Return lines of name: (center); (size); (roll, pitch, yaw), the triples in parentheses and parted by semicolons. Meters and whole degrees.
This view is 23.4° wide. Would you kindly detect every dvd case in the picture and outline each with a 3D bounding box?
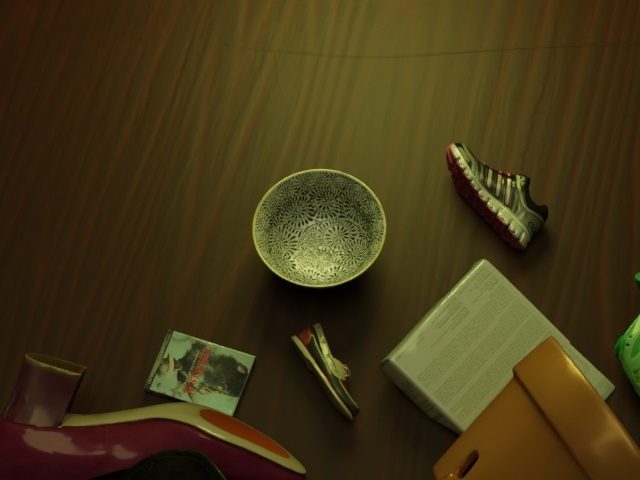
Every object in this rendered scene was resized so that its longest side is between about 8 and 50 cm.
dvd case: (-0.151, 0.168, 1.946); (0.119, 0.013, 0.087); (17, 65, 11)

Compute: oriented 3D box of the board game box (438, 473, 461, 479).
board game box: (0.129, 0.500, 1.532); (0.356, 0.356, 0.356); (37, 70, 0)

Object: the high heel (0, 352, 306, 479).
high heel: (-0.214, 0.277, 1.867); (0.377, 0.127, 0.181); (19, 94, 7)

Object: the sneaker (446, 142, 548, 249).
sneaker: (0.235, -0.069, 2.026); (0.074, 0.063, 0.170); (-35, 72, -14)

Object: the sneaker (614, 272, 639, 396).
sneaker: (0.423, 0.166, 1.891); (0.123, 0.109, 0.296); (-2, 61, 22)

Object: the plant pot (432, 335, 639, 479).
plant pot: (0.263, 0.282, 1.745); (0.203, 0.291, 0.291); (-35, 66, 3)

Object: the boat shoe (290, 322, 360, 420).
boat shoe: (0.014, 0.163, 1.926); (0.043, 0.049, 0.137); (-28, 61, -14)

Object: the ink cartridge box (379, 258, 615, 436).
ink cartridge box: (0.219, 0.169, 1.925); (0.232, 0.066, 0.189); (46, 71, -1)

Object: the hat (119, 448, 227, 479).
hat: (-0.133, 0.404, 1.744); (0.134, 0.331, 0.331); (15, 55, -39)

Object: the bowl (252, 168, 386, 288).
bowl: (0.000, 0.000, 1.988); (0.170, 0.080, 0.170); (-1, 64, 2)
